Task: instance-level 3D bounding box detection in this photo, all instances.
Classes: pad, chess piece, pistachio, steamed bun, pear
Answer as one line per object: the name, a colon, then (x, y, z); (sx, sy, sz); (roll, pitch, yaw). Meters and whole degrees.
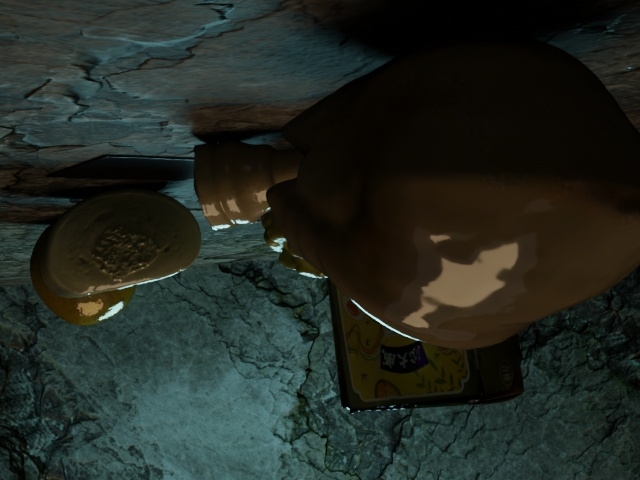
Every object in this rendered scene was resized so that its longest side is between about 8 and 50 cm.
pad: (-0.243, -0.100, 1.578); (0.243, 0.004, 0.163); (-1, 173, -44)
chess piece: (0.007, -0.094, 1.401); (0.307, 0.124, 0.139); (-10, 143, 9)
pistachio: (0.136, -0.046, 1.026); (0.365, 0.281, 0.445); (9, 179, 14)
steamed bun: (-0.324, 0.000, 1.784); (0.250, 0.155, 0.200); (-11, 180, -16)
pear: (-0.436, 0.059, 2.090); (0.208, 0.209, 0.209); (-6, 175, 0)

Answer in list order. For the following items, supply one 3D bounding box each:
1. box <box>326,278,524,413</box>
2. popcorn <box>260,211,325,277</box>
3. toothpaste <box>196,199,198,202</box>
box: (0.181, 0.108, 2.126); (0.138, 0.420, 0.373); (-4, 173, -41)
popcorn: (0.030, -0.036, 1.631); (0.235, 0.181, 0.217); (-2, 178, 7)
toothpaste: (-0.103, -0.071, 1.927); (0.218, 0.041, 0.064); (-1, 180, -10)
